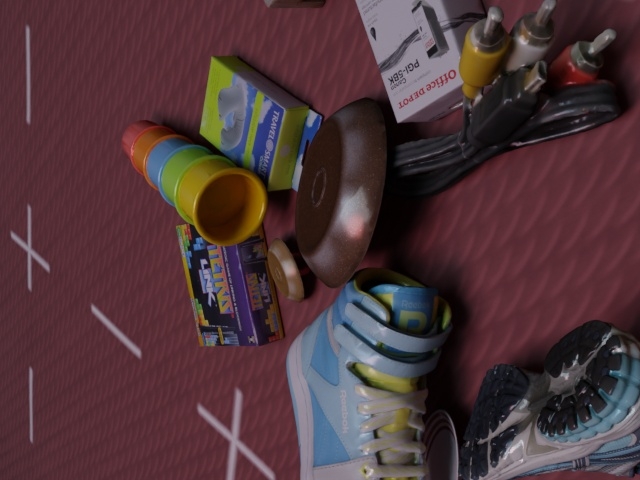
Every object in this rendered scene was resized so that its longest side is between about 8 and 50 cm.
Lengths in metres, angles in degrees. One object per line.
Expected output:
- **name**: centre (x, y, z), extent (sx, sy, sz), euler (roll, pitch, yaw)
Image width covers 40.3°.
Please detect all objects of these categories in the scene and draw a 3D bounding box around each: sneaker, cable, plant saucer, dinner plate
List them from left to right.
- **plant saucer**: centre (-0.045, 0.038, 1.045), extent (0.083, 0.015, 0.083), euler (54, 157, 36)
- **plant saucer**: centre (0.012, -0.051, 0.889), extent (0.198, 0.036, 0.198), euler (-169, 90, -72)
- **sneaker**: centre (0.064, 0.161, 0.835), extent (0.208, 0.127, 0.319), euler (-59, 37, 38)
- **dinner plate**: centre (0.119, 0.242, 0.877), extent (0.141, 0.017, 0.141), euler (-171, 90, -81)
- **cable**: centre (0.148, -0.107, 0.756), extent (0.287, 0.139, 0.072), euler (136, 141, -67)
- **sneaker**: centre (0.209, 0.162, 0.721), extent (0.283, 0.122, 0.110), euler (130, 163, -65)

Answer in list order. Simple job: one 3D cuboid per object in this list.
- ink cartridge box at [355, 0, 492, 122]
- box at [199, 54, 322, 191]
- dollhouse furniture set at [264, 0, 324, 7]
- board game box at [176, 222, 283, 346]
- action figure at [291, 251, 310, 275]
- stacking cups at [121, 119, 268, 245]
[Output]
- **ink cartridge box**: centre (0.099, -0.188, 0.801), extent (0.099, 0.056, 0.135), euler (-28, 78, 49)
- **box**: centre (-0.076, -0.137, 1.039), extent (0.178, 0.042, 0.109), euler (40, 128, 38)
- **dollhouse furniture set**: centre (-0.032, -0.342, 0.861), extent (0.183, 0.129, 0.129), euler (-47, 63, 46)
- **board game box**: centre (-0.121, 0.052, 1.139), extent (0.141, 0.048, 0.170), euler (-10, 92, 52)
- **action figure**: centre (0.000, 0.000, 0.996), extent (0.115, 0.030, 0.038), euler (-46, 59, 44)
- **stacking cups**: centre (-0.178, -0.095, 1.109), extent (0.316, 0.096, 0.096), euler (37, 127, 51)
